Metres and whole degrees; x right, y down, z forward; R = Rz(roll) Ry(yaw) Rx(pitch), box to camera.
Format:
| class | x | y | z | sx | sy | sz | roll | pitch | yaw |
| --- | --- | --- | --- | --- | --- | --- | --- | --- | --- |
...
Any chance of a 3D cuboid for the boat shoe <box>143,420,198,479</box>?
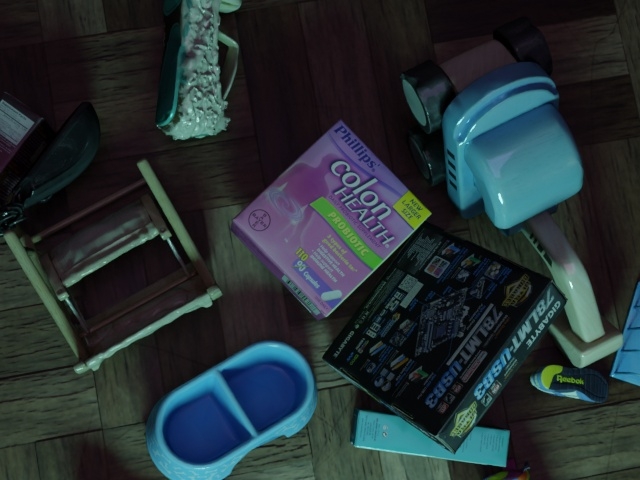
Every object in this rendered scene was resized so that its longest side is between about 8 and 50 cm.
| class | x | y | z | sx | sy | sz | roll | pitch | yaw |
| --- | --- | --- | --- | --- | --- | --- | --- | --- | --- |
| boat shoe | -0.220 | 0.377 | 1.643 | 0.072 | 0.068 | 0.190 | -36 | 76 | 6 |

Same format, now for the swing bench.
| class | x | y | z | sx | sy | sz | roll | pitch | yaw |
| --- | --- | --- | --- | --- | --- | --- | --- | --- | --- |
| swing bench | -0.325 | 0.043 | 1.626 | 0.253 | 0.165 | 0.255 | -29 | 91 | -6 |

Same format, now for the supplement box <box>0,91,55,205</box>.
| class | x | y | z | sx | sy | sz | roll | pitch | yaw |
| --- | --- | --- | --- | --- | --- | --- | --- | --- | --- |
| supplement box | -0.531 | -0.138 | 1.663 | 0.081 | 0.104 | 0.188 | 35 | 82 | 3 |

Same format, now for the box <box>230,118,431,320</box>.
| class | x | y | z | sx | sy | sz | roll | pitch | yaw |
| --- | --- | --- | --- | --- | --- | --- | --- | --- | --- |
| box | 0.014 | -0.030 | 1.639 | 0.243 | 0.117 | 0.213 | -43 | 89 | -10 |

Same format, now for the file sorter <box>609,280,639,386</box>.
| class | x | y | z | sx | sy | sz | roll | pitch | yaw |
| --- | --- | --- | --- | --- | --- | --- | --- | --- | --- |
| file sorter | 0.573 | 0.163 | 1.678 | 0.118 | 0.104 | 0.170 | 19 | 83 | 0 |

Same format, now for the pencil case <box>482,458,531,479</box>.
| class | x | y | z | sx | sy | sz | roll | pitch | yaw |
| --- | --- | --- | --- | --- | --- | --- | --- | --- | --- |
| pencil case | 0.337 | 0.478 | 1.634 | 0.104 | 0.104 | 0.236 | -23 | 85 | -5 |

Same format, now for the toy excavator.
| class | x | y | z | sx | sy | sz | roll | pitch | yaw |
| --- | --- | --- | --- | --- | --- | --- | --- | --- | --- |
| toy excavator | 0.330 | -0.056 | 1.616 | 0.222 | 0.433 | 0.445 | -25 | 57 | -5 |

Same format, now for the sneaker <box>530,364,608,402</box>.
| class | x | y | z | sx | sy | sz | roll | pitch | yaw |
| --- | --- | --- | --- | --- | --- | --- | --- | --- | --- |
| sneaker | 0.416 | 0.237 | 1.691 | 0.144 | 0.059 | 0.053 | 17 | 72 | -20 |

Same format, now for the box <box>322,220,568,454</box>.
| class | x | y | z | sx | sy | sz | roll | pitch | yaw |
| --- | --- | --- | --- | --- | --- | --- | --- | --- | --- |
| box | 0.186 | 0.140 | 1.586 | 0.295 | 0.293 | 0.073 | -53 | 131 | -8 |

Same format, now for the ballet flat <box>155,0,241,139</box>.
| class | x | y | z | sx | sy | sz | roll | pitch | yaw |
| --- | --- | --- | --- | --- | --- | --- | --- | --- | --- |
| ballet flat | -0.202 | -0.365 | 1.711 | 0.147 | 0.147 | 0.409 | 4 | 86 | -2 |

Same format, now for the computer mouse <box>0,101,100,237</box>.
| class | x | y | z | sx | sy | sz | roll | pitch | yaw |
| --- | --- | --- | --- | --- | --- | --- | --- | --- | --- |
| computer mouse | -0.438 | -0.106 | 1.651 | 0.072 | 0.188 | 0.272 | 39 | 69 | -16 |

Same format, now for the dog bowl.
| class | x | y | z | sx | sy | sz | roll | pitch | yaw |
| --- | --- | --- | --- | --- | --- | --- | --- | --- | --- |
| dog bowl | -0.137 | 0.266 | 1.613 | 0.297 | 0.074 | 0.166 | -29 | 75 | -19 |

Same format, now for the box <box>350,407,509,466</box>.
| class | x | y | z | sx | sy | sz | roll | pitch | yaw |
| --- | --- | --- | --- | --- | --- | --- | --- | --- | --- |
| box | 0.174 | 0.318 | 1.643 | 0.244 | 0.100 | 0.060 | 8 | 82 | -2 |
